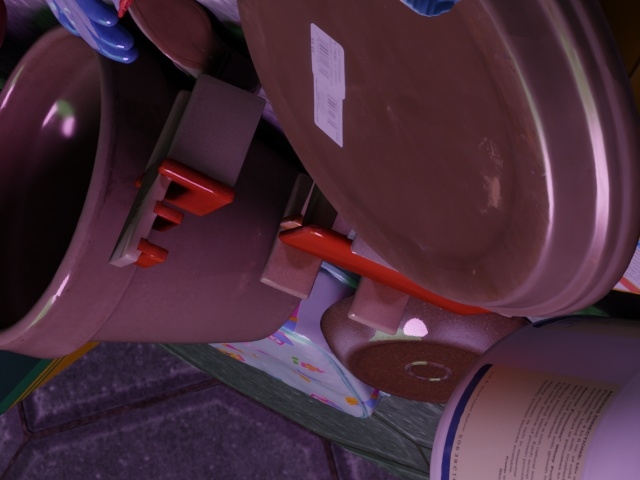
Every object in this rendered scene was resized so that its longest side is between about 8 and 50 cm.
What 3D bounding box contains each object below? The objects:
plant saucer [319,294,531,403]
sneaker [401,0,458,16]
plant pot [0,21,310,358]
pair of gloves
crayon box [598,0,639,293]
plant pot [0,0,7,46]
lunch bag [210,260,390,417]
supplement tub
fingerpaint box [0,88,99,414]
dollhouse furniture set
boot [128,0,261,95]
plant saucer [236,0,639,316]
[{"bbox_3d":[0.095,0.099,1.706,0.198,0.036,0.198,8,155,4],"label":"plant saucer"},{"bbox_3d":[-0.012,-0.185,0.753,0.092,0.087,0.229,24,149,44],"label":"sneaker"},{"bbox_3d":[-0.129,-0.019,1.542,0.229,0.263,0.263,16,177,-29],"label":"plant pot"},{"bbox_3d":[-0.181,-0.189,1.321,0.159,0.023,0.198,45,166,5],"label":"pair of gloves"},{"bbox_3d":[0.157,-0.047,1.007,0.203,0.083,0.323,38,167,-30],"label":"crayon box"},{"bbox_3d":[-0.357,-0.177,1.470,0.191,0.191,0.174,19,155,46],"label":"plant pot"},{"bbox_3d":[-0.029,0.068,1.901,0.224,0.108,0.279,22,168,19],"label":"lunch bag"},{"bbox_3d":[0.240,0.173,1.344,0.235,0.235,0.325,35,168,-19],"label":"supplement tub"},{"bbox_3d":[-0.415,-0.035,1.724,0.445,0.163,0.371,35,-149,11],"label":"fingerpaint box"},{"bbox_3d":[0.000,0.000,1.367,0.259,0.135,0.262,23,169,-13],"label":"dollhouse furniture set"},{"bbox_3d":[-0.091,-0.134,1.373,0.118,0.042,0.087,38,173,-13],"label":"boot"},{"bbox_3d":[0.043,-0.079,0.937,0.278,0.041,0.278,43,152,31],"label":"plant saucer"}]
